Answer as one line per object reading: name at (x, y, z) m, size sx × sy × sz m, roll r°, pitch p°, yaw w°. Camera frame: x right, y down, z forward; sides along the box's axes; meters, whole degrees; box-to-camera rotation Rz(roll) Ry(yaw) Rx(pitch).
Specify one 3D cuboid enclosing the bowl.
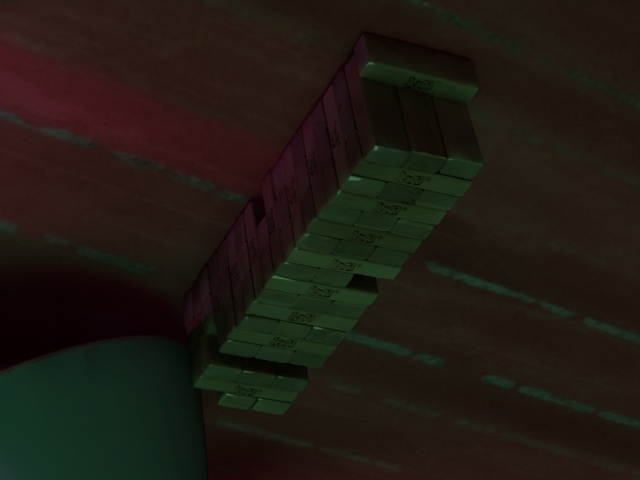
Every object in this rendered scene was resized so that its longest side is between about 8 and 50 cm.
bowl at (-0.209, 0.220, 1.367) m, size 0.311 × 0.163 × 0.311 m, roll -24°, pitch 161°, yaw -9°

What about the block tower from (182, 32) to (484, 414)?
block tower at (0.000, 0.000, 1.277) m, size 0.091 × 0.097 × 0.335 m, roll 11°, pitch 137°, yaw -25°
